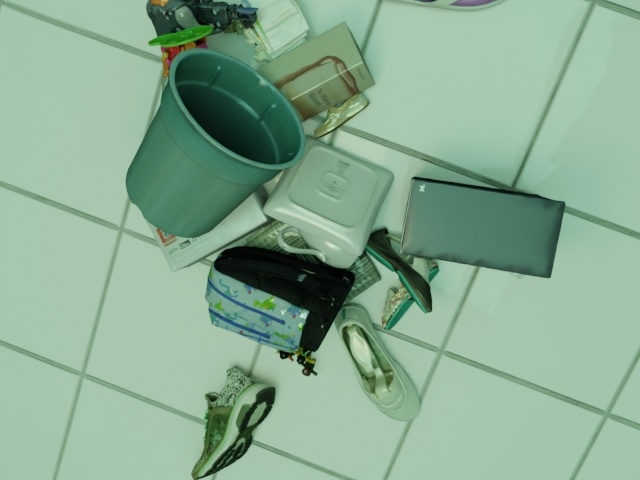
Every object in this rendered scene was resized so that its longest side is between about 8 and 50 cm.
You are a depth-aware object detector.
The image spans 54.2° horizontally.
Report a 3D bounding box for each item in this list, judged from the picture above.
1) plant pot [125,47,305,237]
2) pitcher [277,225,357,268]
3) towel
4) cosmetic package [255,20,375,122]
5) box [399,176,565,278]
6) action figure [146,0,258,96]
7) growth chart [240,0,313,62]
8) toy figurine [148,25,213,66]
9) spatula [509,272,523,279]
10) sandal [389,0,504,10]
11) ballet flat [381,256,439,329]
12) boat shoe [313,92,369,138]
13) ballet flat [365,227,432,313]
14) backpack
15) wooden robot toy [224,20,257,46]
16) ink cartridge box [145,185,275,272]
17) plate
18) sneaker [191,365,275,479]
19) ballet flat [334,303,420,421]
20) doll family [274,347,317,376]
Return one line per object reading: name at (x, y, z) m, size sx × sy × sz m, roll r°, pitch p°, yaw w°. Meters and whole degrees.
plant pot at (-0.266, -0.199, 1.447) m, size 0.341 × 0.341 × 0.334 m, roll 44°, pitch 127°, yaw -4°
pitcher at (0.000, 0.000, 1.634) m, size 0.207 × 0.178 × 0.125 m, roll 34°, pitch 143°, yaw -3°
towel at (-0.039, 0.068, 1.770) m, size 0.324 × 0.056 × 0.312 m, roll -33°, pitch 100°, yaw 11°
cosmetic package at (-0.028, -0.403, 1.582) m, size 0.296 × 0.153 × 0.129 m, roll -26°, pitch 75°, yaw 14°
box at (0.377, -0.044, 1.530) m, size 0.342 × 0.312 × 0.179 m, roll 9°, pitch 97°, yaw 9°
action figure at (-0.322, -0.508, 1.568) m, size 0.341 × 0.178 × 0.330 m, roll 8°, pitch 124°, yaw 32°
growth chart at (-0.121, -0.557, 1.565) m, size 0.171 × 0.021 × 0.237 m, roll -21°, pitch 104°, yaw 11°
toy figurine at (-0.315, -0.416, 1.507) m, size 0.173 × 0.130 × 0.159 m, roll 2°, pitch 125°, yaw 26°
spatula at (0.479, -0.008, 1.693) m, size 0.242 × 0.019 × 0.168 m, roll 32°, pitch 100°, yaw 0°
sandal at (0.310, -0.646, 1.520) m, size 0.415 × 0.102 × 0.170 m, roll -3°, pitch 103°, yaw 8°
ballet flat at (0.236, 0.139, 1.737) m, size 0.077 × 0.091 × 0.241 m, roll 44°, pitch 102°, yaw 28°
boat shoe at (0.047, -0.335, 1.653) m, size 0.170 × 0.063 × 0.059 m, roll -34°, pitch 94°, yaw 4°
ballet flat at (0.224, 0.066, 1.655) m, size 0.096 × 0.095 × 0.280 m, roll -40°, pitch 62°, yaw -3°
backpack at (-0.129, 0.143, 1.635) m, size 0.355 × 0.290 × 0.274 m, roll 28°, pitch 120°, yaw 4°
wooden robot toy at (-0.168, -0.537, 1.631) m, size 0.173 × 0.076 × 0.079 m, roll -1°, pitch 114°, yaw 8°
ink cartridge box at (-0.318, -0.106, 1.712) m, size 0.309 × 0.130 × 0.272 m, roll -27°, pitch 90°, yaw 13°
plate at (0.030, -0.132, 1.619) m, size 0.277 × 0.045 × 0.278 m, roll 24°, pitch 61°, yaw 2°
sneaker at (-0.292, 0.547, 1.892) m, size 0.182 × 0.158 × 0.410 m, roll 42°, pitch 109°, yaw 29°
ballet flat at (0.153, 0.369, 1.766) m, size 0.139 × 0.139 × 0.400 m, roll -28°, pitch 98°, yaw 13°
doll family at (-0.081, 0.316, 1.794) m, size 0.192 × 0.111 × 0.076 m, roll 28°, pitch 105°, yaw 1°
